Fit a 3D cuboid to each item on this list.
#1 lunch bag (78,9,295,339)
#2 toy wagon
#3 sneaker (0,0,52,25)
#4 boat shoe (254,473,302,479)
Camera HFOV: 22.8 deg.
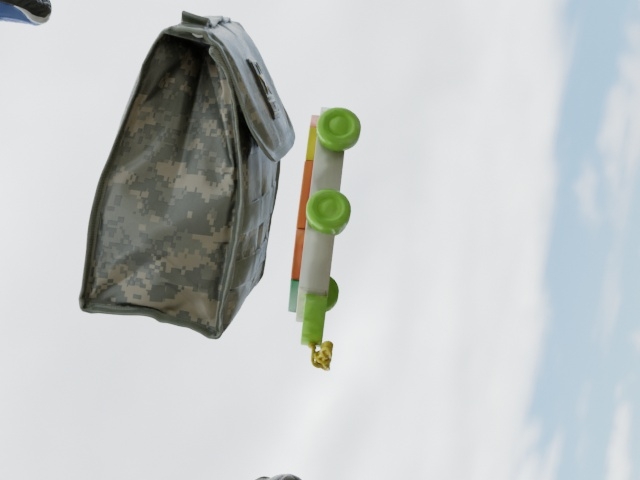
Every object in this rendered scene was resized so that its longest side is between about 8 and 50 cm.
[{"bbox_3d":[-0.117,-0.078,1.531,0.235,0.169,0.287,-62,-17,-79],"label":"lunch bag"},{"bbox_3d":[0.000,0.000,2.058,0.267,0.068,0.344,96,-179,-63],"label":"toy wagon"},{"bbox_3d":[-0.388,-0.254,1.668,0.080,0.211,0.081,-89,12,-67],"label":"sneaker"},{"bbox_3d":[-0.127,0.421,1.825,0.132,0.130,0.355,56,-129,-22],"label":"boat shoe"}]
